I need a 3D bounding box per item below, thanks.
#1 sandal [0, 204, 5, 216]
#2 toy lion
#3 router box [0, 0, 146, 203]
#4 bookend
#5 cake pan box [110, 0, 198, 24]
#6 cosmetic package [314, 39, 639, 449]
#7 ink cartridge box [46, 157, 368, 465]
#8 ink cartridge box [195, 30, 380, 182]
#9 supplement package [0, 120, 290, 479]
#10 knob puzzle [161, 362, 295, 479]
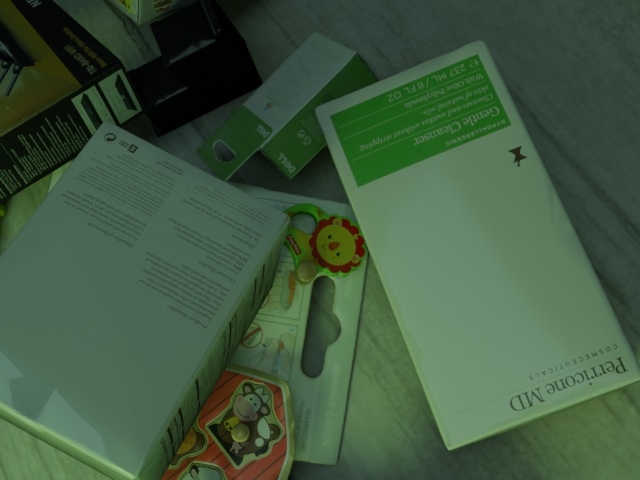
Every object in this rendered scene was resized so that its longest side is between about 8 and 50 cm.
[{"bbox_3d":[-0.504,0.018,0.961,0.138,0.126,0.317,-1,73,28],"label":"sandal"},{"bbox_3d":[0.000,0.000,0.861,0.096,0.034,0.100,-29,83,-18],"label":"toy lion"},{"bbox_3d":[-0.396,-0.188,0.921,0.243,0.081,0.309,-38,53,-16],"label":"router box"},{"bbox_3d":[-0.172,-0.212,0.908,0.157,0.156,0.072,-25,75,8],"label":"bookend"},{"bbox_3d":[-0.196,-0.391,0.937,0.267,0.070,0.246,-32,67,-35],"label":"cake pan box"},{"bbox_3d":[0.152,0.010,0.780,0.197,0.155,0.365,-23,72,4],"label":"cosmetic package"},{"bbox_3d":[-0.150,0.082,0.895,0.385,0.091,0.308,9,79,-1],"label":"ink cartridge box"},{"bbox_3d":[-0.039,-0.143,0.886,0.209,0.062,0.109,-45,39,0],"label":"ink cartridge box"},{"bbox_3d":[-0.184,0.074,0.722,0.199,0.198,0.262,27,65,4],"label":"supplement package"},{"bbox_3d":[-0.111,0.211,0.793,0.213,0.030,0.213,0,67,0],"label":"knob puzzle"}]
